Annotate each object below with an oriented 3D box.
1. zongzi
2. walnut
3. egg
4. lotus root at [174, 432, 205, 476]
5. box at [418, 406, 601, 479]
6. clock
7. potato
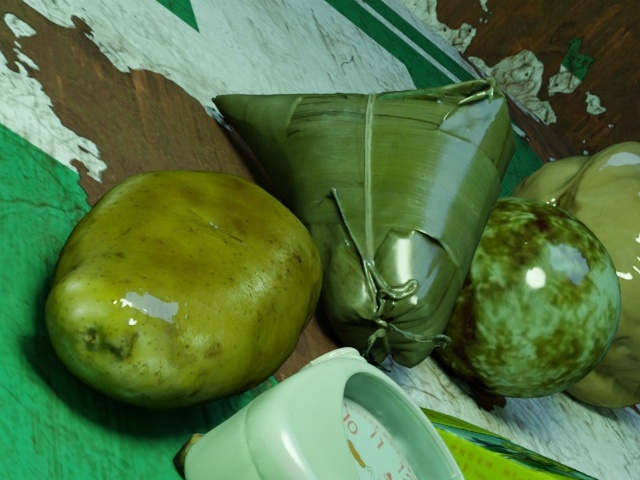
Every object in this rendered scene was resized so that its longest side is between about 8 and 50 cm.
[{"bbox_3d":[0.000,0.000,1.802,0.181,0.418,0.447,72,32,-46],"label":"zongzi"},{"bbox_3d":[0.415,0.047,2.267,0.383,0.383,0.383,40,18,-16],"label":"walnut"},{"bbox_3d":[0.229,0.062,1.943,0.238,0.238,0.289,31,4,-38],"label":"egg"},{"bbox_3d":[-0.076,0.188,1.272,0.083,0.037,0.030,39,22,-19],"label":"lotus root"},{"bbox_3d":[0.201,0.231,1.544,0.335,0.047,0.187,20,0,37],"label":"box"},{"bbox_3d":[0.037,0.222,1.270,0.265,0.108,0.324,58,19,1],"label":"clock"},{"bbox_3d":[-0.113,0.037,1.346,0.369,0.176,0.195,-44,116,-69],"label":"potato"}]
